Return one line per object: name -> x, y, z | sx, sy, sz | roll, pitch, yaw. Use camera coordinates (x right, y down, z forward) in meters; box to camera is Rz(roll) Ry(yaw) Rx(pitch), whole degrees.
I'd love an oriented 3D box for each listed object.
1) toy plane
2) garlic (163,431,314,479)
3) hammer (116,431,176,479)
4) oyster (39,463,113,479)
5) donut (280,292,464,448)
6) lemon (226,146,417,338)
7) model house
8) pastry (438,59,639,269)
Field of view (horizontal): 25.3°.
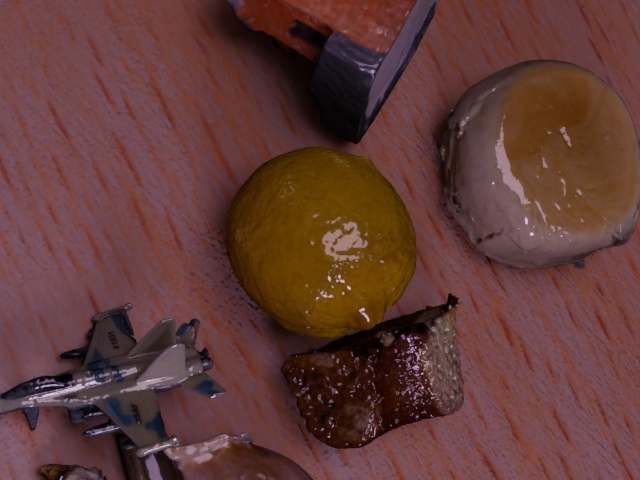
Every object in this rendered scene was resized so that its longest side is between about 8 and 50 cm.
toy plane -> -0.231, 0.148, 1.395 | 0.262, 0.088, 0.192 | -19, 48, -7
garlic -> -0.051, 0.322, 1.402 | 0.148, 0.128, 0.267 | -14, 62, -9
hammer -> -0.125, 0.397, 1.396 | 0.168, 0.044, 0.440 | -12, 80, -29
oyster -> -0.216, 0.271, 1.377 | 0.103, 0.051, 0.148 | -34, 83, 3
donut -> 0.070, 0.144, 1.542 | 0.186, 0.144, 0.126 | -14, 87, -58
lemon -> 0.000, 0.000, 1.494 | 0.192, 0.192, 0.231 | -12, 51, -30
model house -> -0.017, -0.302, 1.620 | 0.300, 0.190, 0.271 | 29, 66, 0
pastry -> 0.264, -0.087, 1.697 | 0.264, 0.133, 0.265 | 8, 71, -24
